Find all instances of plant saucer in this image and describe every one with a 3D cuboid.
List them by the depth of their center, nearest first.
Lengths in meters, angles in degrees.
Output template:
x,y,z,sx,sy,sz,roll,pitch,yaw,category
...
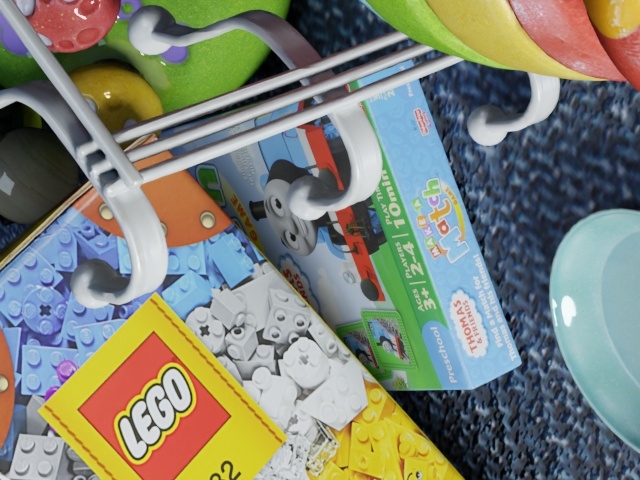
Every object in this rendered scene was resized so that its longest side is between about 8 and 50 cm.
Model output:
x,y,z,sx,sy,sz,roll,pitch,yaw,category
0.146,0.039,0.713,0.119,0.021,0.119,33,136,39,plant saucer

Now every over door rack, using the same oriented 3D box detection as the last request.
x,y,z,sx,sy,sz,roll,pitch,yaw,category
-0.074,-0.146,0.708,0.324,0.239,0.108,60,142,8,over door rack

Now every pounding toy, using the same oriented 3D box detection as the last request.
x,y,z,sx,sy,sz,roll,pitch,yaw,category
-0.127,-0.092,0.825,0.237,0.110,0.183,-32,122,29,pounding toy

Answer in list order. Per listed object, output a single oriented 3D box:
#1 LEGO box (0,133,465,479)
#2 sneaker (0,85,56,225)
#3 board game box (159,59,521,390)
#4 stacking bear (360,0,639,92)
x,y,z,sx,sy,sz,roll,pitch,yaw,category
-0.131,0.207,0.960,0.372,0.193,0.500,49,147,-9,LEGO box
-0.206,-0.146,0.996,0.146,0.134,0.343,55,146,20,sneaker
0.000,0.000,0.883,0.211,0.039,0.160,-9,104,58,board game box
0.078,-0.117,0.512,0.289,0.164,0.175,40,126,50,stacking bear
